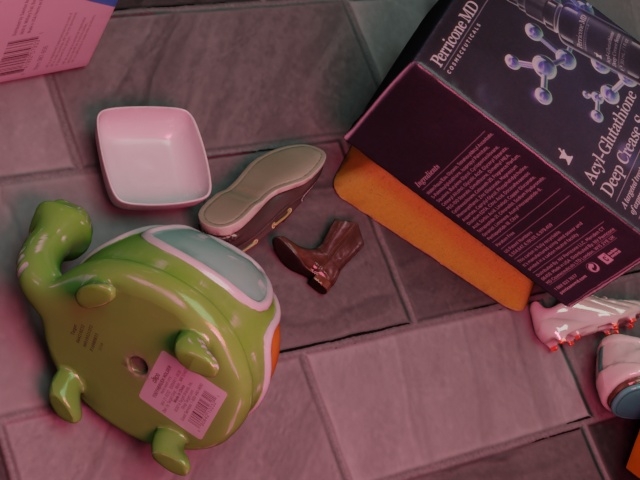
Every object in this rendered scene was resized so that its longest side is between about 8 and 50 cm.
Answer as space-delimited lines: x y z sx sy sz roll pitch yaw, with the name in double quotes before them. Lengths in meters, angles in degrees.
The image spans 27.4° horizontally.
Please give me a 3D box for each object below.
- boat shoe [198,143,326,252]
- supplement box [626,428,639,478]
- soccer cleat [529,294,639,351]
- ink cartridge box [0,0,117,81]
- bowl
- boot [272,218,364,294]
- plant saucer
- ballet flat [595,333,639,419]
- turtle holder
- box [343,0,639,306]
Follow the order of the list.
"boat shoe" -0.075 -0.052 1.719 0.081 0.068 0.228 25 45 30
"supplement box" 0.549 0.260 1.747 0.194 0.129 0.191 16 97 -19
"soccer cleat" 0.388 0.101 1.876 0.196 0.068 0.076 -11 67 -28
"ink cartridge box" -0.441 -0.308 1.527 0.395 0.285 0.166 -18 72 -33
"bowl" -0.219 -0.098 1.676 0.142 0.053 0.142 -4 66 -29
"boot" 0.000 0.000 1.745 0.106 0.037 0.114 47 56 -15
"plant saucer" 0.226 -0.116 1.898 0.333 0.081 0.332 33 55 -7
"ballet flat" 0.569 0.202 1.888 0.400 0.139 0.139 11 60 -21
"turtle holder" -0.195 0.094 1.505 0.320 0.243 0.227 9 33 23
"box" 0.289 -0.161 1.774 0.395 0.212 0.293 36 55 -5
